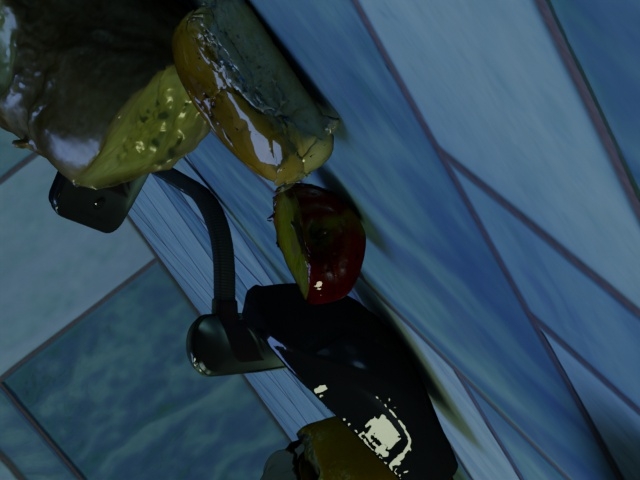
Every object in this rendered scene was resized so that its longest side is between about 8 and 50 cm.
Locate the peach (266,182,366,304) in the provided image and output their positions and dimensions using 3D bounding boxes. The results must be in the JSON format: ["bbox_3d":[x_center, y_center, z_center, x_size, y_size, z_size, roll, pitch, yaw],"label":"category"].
[{"bbox_3d":[0.000,0.000,1.207,0.083,0.050,0.077,146,110,-74],"label":"peach"}]

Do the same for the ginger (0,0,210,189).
[{"bbox_3d":[-0.178,-0.139,1.212,0.270,0.123,0.219,40,-157,14],"label":"ginger"}]

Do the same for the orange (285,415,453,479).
[{"bbox_3d":[0.052,0.206,1.699,0.160,0.112,0.170,45,-154,9],"label":"orange"}]

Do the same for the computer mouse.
[{"bbox_3d":[0.027,0.093,1.427,0.217,0.073,0.122,49,179,-40],"label":"computer mouse"}]

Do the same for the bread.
[{"bbox_3d":[-0.037,-0.077,1.055,0.106,0.053,0.072,58,170,-1],"label":"bread"}]

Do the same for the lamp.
[{"bbox_3d":[-0.121,0.006,1.960,0.283,0.124,0.203,45,-169,28],"label":"lamp"}]

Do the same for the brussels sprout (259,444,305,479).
[{"bbox_3d":[0.040,0.342,2.049,0.316,0.243,0.274,55,-161,13],"label":"brussels sprout"}]
